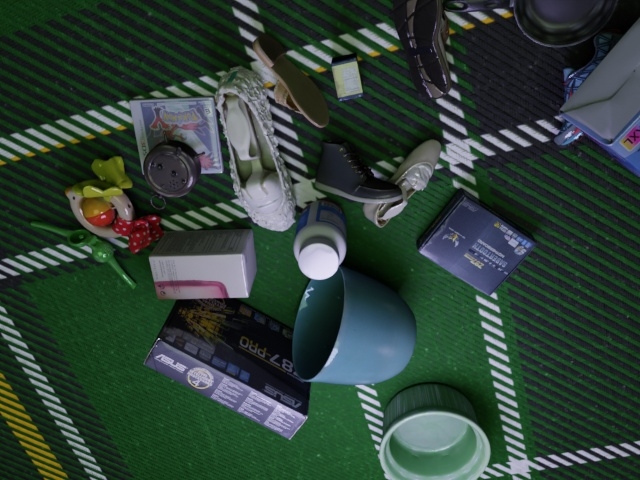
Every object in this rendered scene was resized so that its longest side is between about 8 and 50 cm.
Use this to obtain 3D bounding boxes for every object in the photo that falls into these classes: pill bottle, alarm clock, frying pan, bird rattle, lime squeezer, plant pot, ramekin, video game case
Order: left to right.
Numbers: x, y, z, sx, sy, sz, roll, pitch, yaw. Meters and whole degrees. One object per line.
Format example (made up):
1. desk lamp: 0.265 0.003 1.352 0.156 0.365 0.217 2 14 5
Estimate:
1. lime squeezer: -0.599 0.014 1.487 0.310 0.110 0.059 34 68 -13
2. bird rattle: -0.516 -0.079 1.427 0.206 0.143 0.254 -5 133 22
3. alarm clock: -0.361 -0.152 1.368 0.129 0.064 0.192 26 118 -8
4. video game case: -0.340 -0.247 1.365 0.201 0.023 0.184 -1 115 4
5. pill bottle: 0.000 0.000 1.351 0.124 0.222 0.125 2 116 3
6. plant pot: 0.094 0.225 1.429 0.235 0.293 0.293 18 116 -21
7. ramekin: 0.316 0.556 1.636 0.303 0.148 0.304 1 115 3
8. frying pan: 0.440 -0.477 1.193 0.325 0.053 0.197 -14 124 31

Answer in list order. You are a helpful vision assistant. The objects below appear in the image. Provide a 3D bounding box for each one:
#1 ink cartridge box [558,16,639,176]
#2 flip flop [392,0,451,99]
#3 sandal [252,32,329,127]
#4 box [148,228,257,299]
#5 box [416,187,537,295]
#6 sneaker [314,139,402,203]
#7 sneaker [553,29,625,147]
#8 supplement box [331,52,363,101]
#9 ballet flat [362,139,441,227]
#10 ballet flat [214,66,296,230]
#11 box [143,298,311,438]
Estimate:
1. ink cartridge box: 0.708 -0.264 1.163 0.395 0.151 0.270 16 120 -42
2. flip flop: 0.230 -0.434 1.211 0.112 0.080 0.277 13 139 40
3. sandal: -0.077 -0.344 1.289 0.240 0.088 0.079 52 140 -11
4. box: -0.287 0.058 1.437 0.232 0.149 0.127 -1 116 5
5. box: 0.383 0.007 1.421 0.232 0.059 0.183 32 114 -11
6. sneaker: 0.086 -0.159 1.316 0.221 0.083 0.118 15 114 24
7. sneaker: 0.575 -0.329 1.247 0.125 0.104 0.262 37 122 17
8. supplement box: 0.060 -0.358 1.254 0.056 0.083 0.083 -10 114 9
9. ballet flat: 0.202 -0.126 1.354 0.086 0.086 0.248 37 114 -13
10. ballet flat: -0.161 -0.185 1.325 0.146 0.147 0.409 -11 115 9
11. box: -0.208 0.281 1.445 0.394 0.318 0.097 31 113 -10
